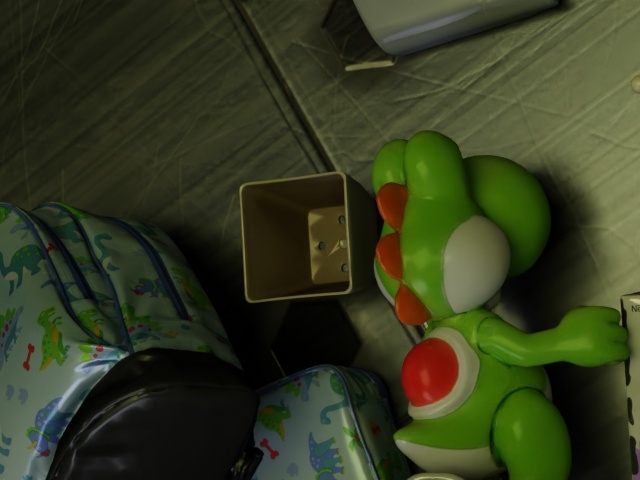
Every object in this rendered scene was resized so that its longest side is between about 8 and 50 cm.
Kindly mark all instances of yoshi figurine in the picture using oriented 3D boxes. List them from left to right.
[{"bbox_3d":[0.153,0.077,1.687,0.203,0.203,0.362,-14,92,7],"label":"yoshi figurine"}]

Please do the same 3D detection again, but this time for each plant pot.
[{"bbox_3d":[0.000,0.000,1.808,0.109,0.096,0.109,-6,84,29],"label":"plant pot"}]

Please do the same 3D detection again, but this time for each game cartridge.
[{"bbox_3d":[0.097,-0.326,1.805,0.196,0.060,0.294,-16,79,30],"label":"game cartridge"}]

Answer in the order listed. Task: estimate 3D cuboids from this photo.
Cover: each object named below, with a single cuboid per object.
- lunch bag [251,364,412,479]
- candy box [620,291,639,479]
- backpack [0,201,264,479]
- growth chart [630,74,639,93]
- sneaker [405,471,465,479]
[{"bbox_3d":[-0.005,0.230,1.798,0.176,0.090,0.219,-26,75,23],"label":"lunch bag"},{"bbox_3d":[0.337,0.135,1.623,0.165,0.070,0.196,-4,90,28],"label":"candy box"},{"bbox_3d":[-0.213,0.115,1.807,0.355,0.273,0.290,-99,30,-54],"label":"backpack"},{"bbox_3d":[0.379,-0.068,1.652,0.172,0.021,0.237,-28,76,25],"label":"growth chart"},{"bbox_3d":[0.061,0.256,1.599,0.321,0.126,0.127,-13,125,43],"label":"sneaker"}]
